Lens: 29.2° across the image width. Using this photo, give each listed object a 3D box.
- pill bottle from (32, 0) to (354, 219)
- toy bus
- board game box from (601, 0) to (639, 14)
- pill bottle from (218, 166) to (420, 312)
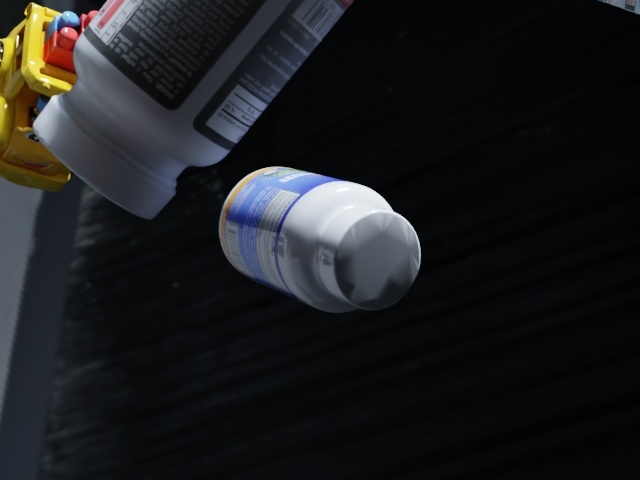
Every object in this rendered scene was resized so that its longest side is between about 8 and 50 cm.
[{"bbox_3d":[-0.140,-0.214,1.354,0.210,0.363,0.210,40,6,-5],"label":"pill bottle"},{"bbox_3d":[-0.357,-0.206,1.639,0.149,0.211,0.220,20,52,-32],"label":"toy bus"},{"bbox_3d":[0.397,-0.391,1.471,0.098,0.303,0.224,-7,117,-30],"label":"board game box"},{"bbox_3d":[0.000,0.000,1.439,0.152,0.272,0.152,-5,101,-28],"label":"pill bottle"}]
